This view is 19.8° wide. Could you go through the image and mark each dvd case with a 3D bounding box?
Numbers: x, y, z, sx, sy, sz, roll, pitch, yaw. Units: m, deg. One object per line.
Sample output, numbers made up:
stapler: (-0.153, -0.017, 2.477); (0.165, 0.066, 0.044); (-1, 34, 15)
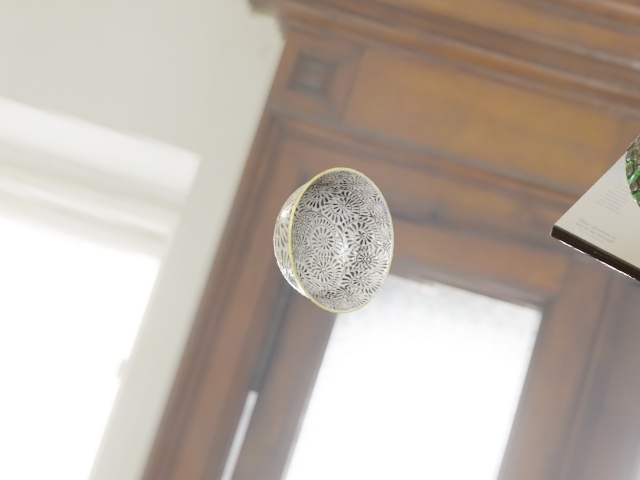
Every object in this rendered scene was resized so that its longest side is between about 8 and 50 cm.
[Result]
dvd case: (0.459, -0.034, 2.568); (0.180, 0.253, 0.022); (28, -46, 22)

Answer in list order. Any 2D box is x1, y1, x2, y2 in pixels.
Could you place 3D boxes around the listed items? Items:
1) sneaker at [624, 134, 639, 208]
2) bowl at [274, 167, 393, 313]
sneaker: (0.470, 0.002, 2.090); (0.343, 0.134, 0.146); (54, -1, 25)
bowl: (0.000, 0.000, 2.149); (0.080, 0.170, 0.170); (0, -22, 47)
